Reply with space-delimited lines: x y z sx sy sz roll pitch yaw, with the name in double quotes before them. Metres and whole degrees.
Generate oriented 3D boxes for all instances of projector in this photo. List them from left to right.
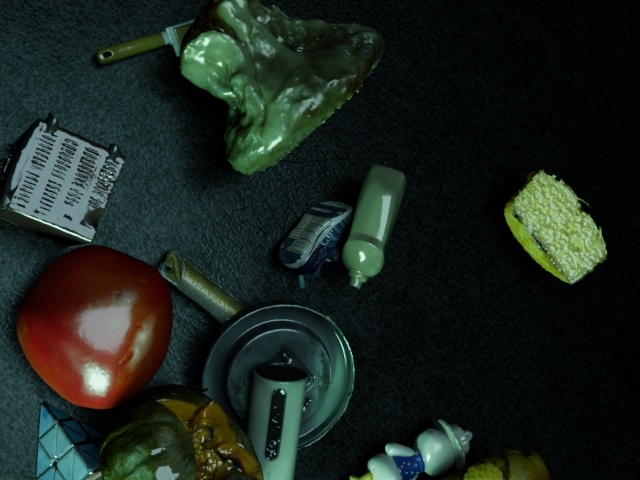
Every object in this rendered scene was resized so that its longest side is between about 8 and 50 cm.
"projector" -0.096 0.408 1.870 0.108 0.108 0.337 2 102 -25

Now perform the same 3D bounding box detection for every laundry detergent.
"laundry detergent" 0.105 -0.020 2.037 0.091 0.181 0.253 16 76 3

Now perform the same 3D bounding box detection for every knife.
"knife" -0.289 -0.402 1.961 0.343 0.027 0.061 -25 100 -27

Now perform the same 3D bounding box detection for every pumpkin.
"pumpkin" -0.245 0.403 1.726 0.192 0.320 0.320 -40 106 19

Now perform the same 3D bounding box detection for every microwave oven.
"microwave oven" -0.477 -0.103 1.730 0.188 0.247 0.178 26 78 -20

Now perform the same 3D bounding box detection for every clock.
"clock" -0.086 0.267 1.933 0.313 0.061 0.312 -4 102 -16

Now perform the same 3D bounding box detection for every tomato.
"tomato" -0.398 0.155 1.754 0.299 0.226 0.298 1 88 -23

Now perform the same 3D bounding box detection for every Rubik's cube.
"Rubik's cube" -0.487 0.389 1.785 0.190 0.211 0.178 -36 78 1

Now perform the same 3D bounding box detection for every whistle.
"whistle" -0.187 0.138 1.943 0.326 0.057 0.068 41 44 -19

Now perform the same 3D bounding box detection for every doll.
"doll" 0.199 0.470 2.072 0.293 0.119 0.138 -23 110 -19

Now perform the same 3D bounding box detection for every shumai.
"shumai" -0.100 -0.346 1.900 0.323 0.324 0.397 46 67 -5

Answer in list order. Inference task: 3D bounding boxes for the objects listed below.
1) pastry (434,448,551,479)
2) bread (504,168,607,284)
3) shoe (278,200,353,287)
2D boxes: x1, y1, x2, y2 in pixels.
"pastry" 0.308 0.546 1.998 0.356 0.356 0.163 -20 76 -25
"bread" 0.528 -0.031 2.252 0.260 0.147 0.160 46 78 -11
"shoe" 0.000 0.000 2.039 0.207 0.092 0.106 -52 132 -25
